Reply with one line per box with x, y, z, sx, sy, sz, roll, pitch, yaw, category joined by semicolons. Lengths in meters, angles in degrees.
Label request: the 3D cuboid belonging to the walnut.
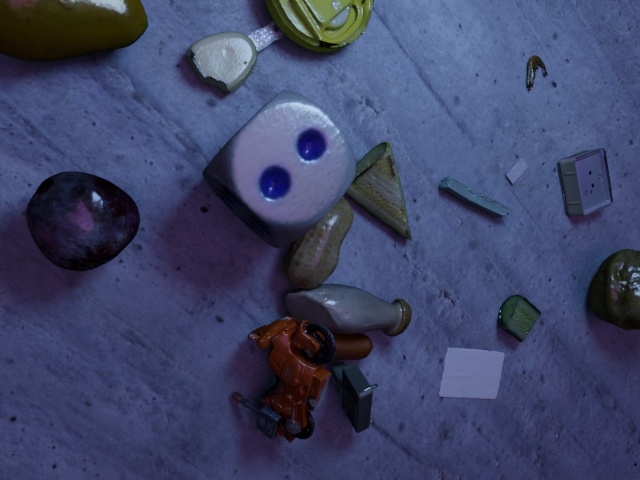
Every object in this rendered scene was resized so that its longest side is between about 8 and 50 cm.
1.020;0.156;1.436;0.283;0.228;0.282;0;90;-34;walnut

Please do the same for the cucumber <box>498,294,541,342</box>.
0.614;0.240;1.367;0.115;0.062;0.116;36;88;-19;cucumber

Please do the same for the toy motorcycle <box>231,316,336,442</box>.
-0.084;0.312;1.032;0.148;0.222;0.325;-16;124;-56;toy motorcycle

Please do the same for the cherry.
-0.464;-0.040;0.852;0.195;0.195;0.194;-2;95;-22;cherry

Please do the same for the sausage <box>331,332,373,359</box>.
0.045;0.271;1.135;0.198;0.076;0.076;10;90;-23;sausage

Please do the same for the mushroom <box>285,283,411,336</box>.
0.079;0.180;1.118;0.351;0.128;0.128;14;89;-26;mushroom

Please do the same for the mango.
-0.495;-0.445;0.814;0.318;0.173;0.211;-10;99;-27;mango

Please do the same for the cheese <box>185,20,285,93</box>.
-0.173;-0.436;1.003;0.256;0.050;0.127;-37;106;-15;cheese

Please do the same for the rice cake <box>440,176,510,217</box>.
0.454;-0.122;1.282;0.246;0.045;0.042;21;83;-21;rice cake

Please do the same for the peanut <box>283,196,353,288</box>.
0.000;0.000;1.073;0.252;0.122;0.137;-67;153;-6;peanut

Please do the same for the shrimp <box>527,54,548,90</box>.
0.670;-0.511;1.350;0.083;0.023;0.114;9;87;-25;shrimp

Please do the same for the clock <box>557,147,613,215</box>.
0.862;-0.189;1.426;0.147;0.071;0.191;-21;102;-19;clock

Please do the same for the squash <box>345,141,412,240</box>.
0.206;-0.130;1.149;0.252;0.093;0.169;35;126;-20;squash

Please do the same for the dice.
-0.089;-0.147;0.952;0.243;0.259;0.251;45;79;-16;dice

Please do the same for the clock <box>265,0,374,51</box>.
-0.010;-0.596;1.044;0.277;0.071;0.293;-40;108;-19;clock

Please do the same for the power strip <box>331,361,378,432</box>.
0.082;0.381;1.122;0.061;0.145;0.215;-21;138;-19;power strip

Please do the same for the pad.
0.471;0.412;1.354;0.232;0.004;0.156;11;91;-22;pad

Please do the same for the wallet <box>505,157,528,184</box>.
0.609;-0.214;1.355;0.083;0.011;0.044;-46;108;-12;wallet
